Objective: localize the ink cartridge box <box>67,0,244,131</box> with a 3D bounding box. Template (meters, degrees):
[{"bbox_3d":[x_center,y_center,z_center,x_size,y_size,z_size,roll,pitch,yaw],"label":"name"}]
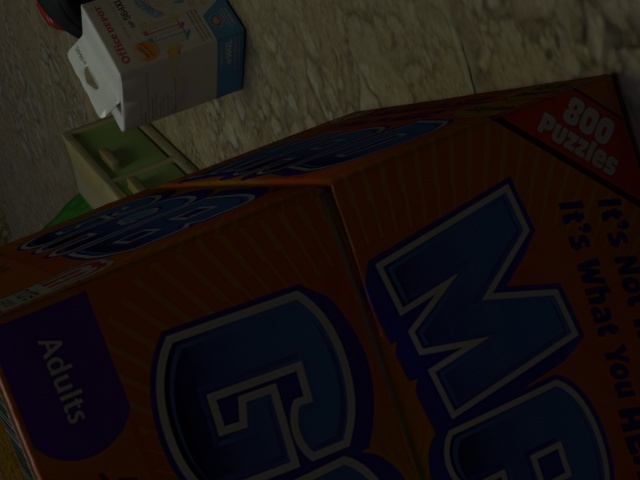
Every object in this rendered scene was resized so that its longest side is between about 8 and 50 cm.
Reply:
[{"bbox_3d":[-0.155,-0.176,1.221,0.092,0.143,0.090,58,159,24],"label":"ink cartridge box"}]

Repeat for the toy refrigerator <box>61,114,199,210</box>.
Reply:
[{"bbox_3d":[-0.215,-0.066,1.572,0.269,0.102,0.094,43,149,52],"label":"toy refrigerator"}]

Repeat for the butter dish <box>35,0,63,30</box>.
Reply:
[{"bbox_3d":[-0.284,-0.301,1.431,0.160,0.118,0.160,111,152,-63],"label":"butter dish"}]

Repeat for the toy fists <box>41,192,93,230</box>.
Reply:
[{"bbox_3d":[-0.254,0.033,1.739,0.279,0.142,0.096,55,-171,34],"label":"toy fists"}]

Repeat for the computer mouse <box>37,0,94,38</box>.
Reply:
[{"bbox_3d":[-0.280,-0.302,1.273,0.184,0.060,0.262,38,153,57],"label":"computer mouse"}]

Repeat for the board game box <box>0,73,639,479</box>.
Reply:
[{"bbox_3d":[-0.004,0.131,0.832,0.356,0.356,0.357,5,117,69],"label":"board game box"}]
